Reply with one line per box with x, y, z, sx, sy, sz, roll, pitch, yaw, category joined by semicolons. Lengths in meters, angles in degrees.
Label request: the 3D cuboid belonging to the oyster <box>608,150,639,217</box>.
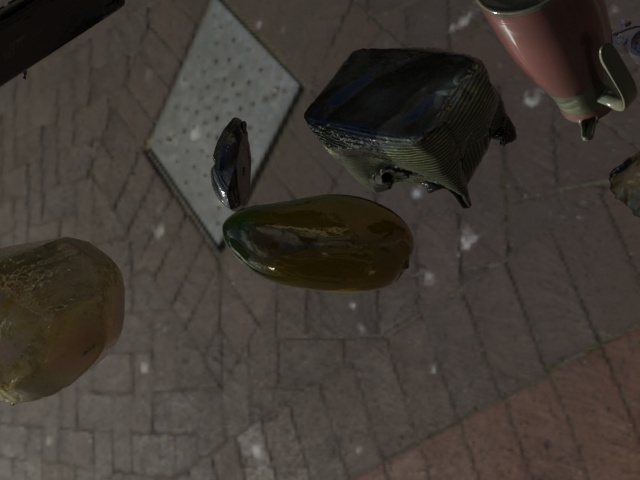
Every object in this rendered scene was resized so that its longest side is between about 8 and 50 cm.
0.389;-0.086;1.078;0.045;0.122;0.146;-105;10;-57;oyster

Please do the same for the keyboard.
-0.245;-0.163;0.773;0.025;0.230;0.093;41;149;10;keyboard

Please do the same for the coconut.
-0.365;0.099;1.244;0.237;0.237;0.197;-11;95;47;coconut

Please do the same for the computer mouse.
-0.162;-0.133;1.721;0.062;0.105;0.192;-5;56;9;computer mouse

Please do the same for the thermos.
0.329;-0.261;1.273;0.146;0.265;0.176;-44;42;-2;thermos

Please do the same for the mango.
0.000;0.000;1.258;0.156;0.251;0.114;-105;28;-46;mango

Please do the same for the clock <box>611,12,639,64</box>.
0.502;-0.325;1.551;0.129;0.041;0.087;9;69;35;clock

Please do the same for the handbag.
0.170;-0.204;1.734;0.341;0.240;0.247;14;62;43;handbag
